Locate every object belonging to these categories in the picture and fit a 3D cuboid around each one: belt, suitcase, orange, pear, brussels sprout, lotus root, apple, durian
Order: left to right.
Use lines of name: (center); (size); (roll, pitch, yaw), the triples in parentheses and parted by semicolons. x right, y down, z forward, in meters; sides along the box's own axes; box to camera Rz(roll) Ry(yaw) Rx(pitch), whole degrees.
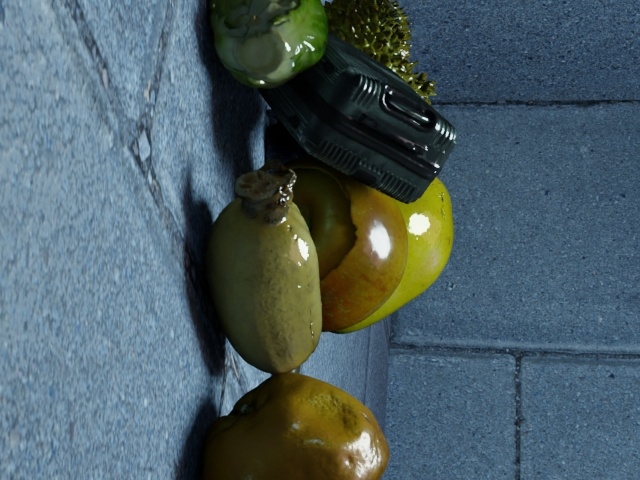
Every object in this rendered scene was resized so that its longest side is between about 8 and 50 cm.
lotus root: (-0.069, 0.047, 1.370); (0.146, 0.131, 0.303); (-114, -165, -49)
brussels sprout: (-0.060, -0.257, 1.391); (0.145, 0.131, 0.183); (69, 19, -55)
orange: (-0.049, 0.267, 1.359); (0.249, 0.183, 0.249); (-43, 177, -3)
belt: (-0.004, -0.127, 1.783); (0.218, 0.129, 0.122); (43, 47, -78)
apple: (0.000, 0.000, 1.570); (0.207, 0.237, 0.236); (41, 46, -45)
suitcase: (0.040, -0.177, 1.527); (0.128, 0.202, 0.312); (-57, -151, 13)
durian: (0.060, -0.281, 1.905); (0.293, 0.258, 0.258); (-48, 138, -83)
pear: (0.085, 0.000, 2.058); (0.336, 0.285, 0.284); (-41, 146, -24)

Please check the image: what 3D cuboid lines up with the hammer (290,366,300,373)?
hammer: (-0.048, 0.155, 1.818); (0.168, 0.044, 0.439); (75, 19, -56)
